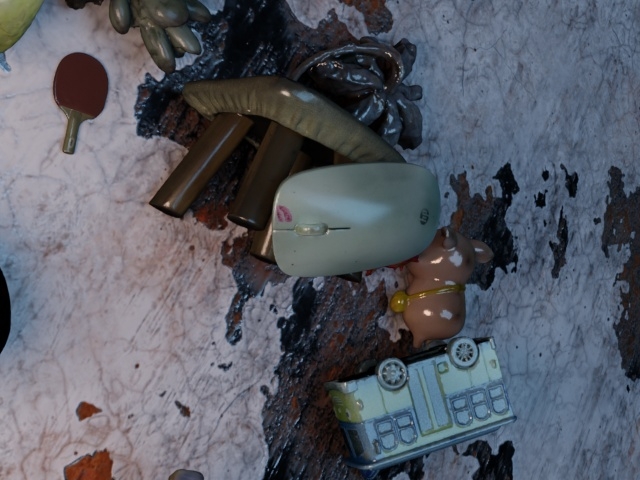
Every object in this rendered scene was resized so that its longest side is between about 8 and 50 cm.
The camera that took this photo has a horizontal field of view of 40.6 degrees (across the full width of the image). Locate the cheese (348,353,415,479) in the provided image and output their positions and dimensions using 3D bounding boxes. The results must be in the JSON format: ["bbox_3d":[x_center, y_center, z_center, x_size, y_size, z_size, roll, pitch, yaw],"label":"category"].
[{"bbox_3d":[0.159,0.341,1.711,0.286,0.074,0.189,-46,117,-27],"label":"cheese"}]

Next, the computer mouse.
[{"bbox_3d":[0.063,-0.031,1.241,0.288,0.097,0.159,-10,111,-37],"label":"computer mouse"}]

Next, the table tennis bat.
[{"bbox_3d":[-0.364,-0.205,1.297,0.087,0.013,0.156,16,77,-43],"label":"table tennis bat"}]

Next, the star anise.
[{"bbox_3d":[0.095,-0.263,1.622,0.316,0.139,0.359,43,62,-25],"label":"star anise"}]

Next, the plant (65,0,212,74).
[{"bbox_3d":[-0.287,-0.371,1.283,0.274,0.149,0.146,43,78,-30],"label":"plant"}]

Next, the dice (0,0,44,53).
[{"bbox_3d":[-0.471,-0.383,1.044,0.250,0.252,0.254,19,77,-41],"label":"dice"}]

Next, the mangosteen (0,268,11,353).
[{"bbox_3d":[-0.516,0.083,1.013,0.287,0.287,0.233,-22,94,-40],"label":"mangosteen"}]

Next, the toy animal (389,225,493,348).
[{"bbox_3d":[0.231,0.097,1.740,0.165,0.149,0.248,16,90,-56],"label":"toy animal"}]

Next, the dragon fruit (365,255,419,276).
[{"bbox_3d":[0.102,0.006,1.658,0.111,0.153,0.153,-41,124,11],"label":"dragon fruit"}]

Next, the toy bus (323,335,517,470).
[{"bbox_3d":[0.180,0.294,1.596,0.312,0.152,0.190,-14,86,-17],"label":"toy bus"}]

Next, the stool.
[{"bbox_3d":[-0.072,-0.098,1.365,0.310,0.310,0.226,30,76,-39],"label":"stool"}]

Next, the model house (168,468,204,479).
[{"bbox_3d":[-0.293,0.517,1.155,0.445,0.395,0.400,12,64,-24],"label":"model house"}]
